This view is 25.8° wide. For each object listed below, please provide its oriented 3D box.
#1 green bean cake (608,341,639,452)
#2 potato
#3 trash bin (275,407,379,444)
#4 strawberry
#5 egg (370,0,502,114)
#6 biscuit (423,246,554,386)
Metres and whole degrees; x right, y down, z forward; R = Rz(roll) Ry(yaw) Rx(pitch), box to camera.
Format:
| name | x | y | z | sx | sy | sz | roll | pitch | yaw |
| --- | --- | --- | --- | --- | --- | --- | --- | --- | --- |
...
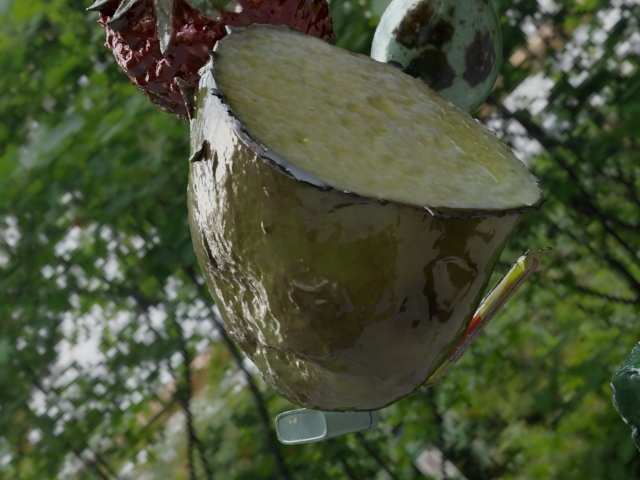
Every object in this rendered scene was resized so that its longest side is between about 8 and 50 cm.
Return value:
| name | x | y | z | sx | sy | sz | roll | pitch | yaw |
| --- | --- | --- | --- | --- | --- | --- | --- | --- | --- |
| green bean cake | 0.330 | 0.132 | 1.004 | 0.193 | 0.208 | 0.107 | -35 | -5 | 41 |
| potato | 0.000 | 0.000 | 1.171 | 0.288 | 0.301 | 0.237 | -109 | 37 | -51 |
| trash bin | 0.011 | 0.291 | 2.266 | 0.116 | 0.059 | 0.130 | -16 | -7 | 41 |
| strawberry | -0.090 | -0.254 | 1.652 | 0.292 | 0.292 | 0.343 | -44 | -42 | 3 |
| egg | 0.151 | -0.250 | 1.794 | 0.169 | 0.169 | 0.231 | -39 | -29 | -40 |
| biscuit | 0.222 | 0.105 | 1.922 | 0.048 | 0.026 | 0.292 | -9 | -36 | -45 |
